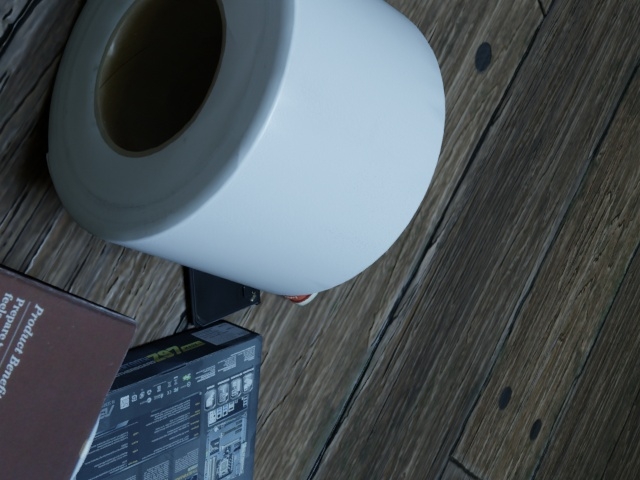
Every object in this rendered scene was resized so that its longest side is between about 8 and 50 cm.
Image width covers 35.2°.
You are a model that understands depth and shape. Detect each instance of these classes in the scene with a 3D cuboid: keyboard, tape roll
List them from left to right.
[{"bbox_3d":[-0.083,-0.016,0.927,0.108,0.023,0.180,-21,122,-38],"label":"keyboard"},{"bbox_3d":[-0.056,-0.095,0.730,0.169,0.246,0.246,22,87,-48],"label":"tape roll"}]

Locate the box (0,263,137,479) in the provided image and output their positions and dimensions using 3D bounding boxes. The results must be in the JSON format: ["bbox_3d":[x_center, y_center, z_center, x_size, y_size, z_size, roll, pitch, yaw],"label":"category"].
[{"bbox_3d":[-0.305,0.065,0.584,0.381,0.143,0.191,33,77,-50],"label":"box"}]

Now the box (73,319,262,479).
[{"bbox_3d":[-0.151,0.187,0.892,0.232,0.059,0.184,-17,117,-48],"label":"box"}]

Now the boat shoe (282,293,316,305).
[{"bbox_3d":[0.000,0.000,1.019,0.137,0.049,0.043,-58,139,-11],"label":"boat shoe"}]
